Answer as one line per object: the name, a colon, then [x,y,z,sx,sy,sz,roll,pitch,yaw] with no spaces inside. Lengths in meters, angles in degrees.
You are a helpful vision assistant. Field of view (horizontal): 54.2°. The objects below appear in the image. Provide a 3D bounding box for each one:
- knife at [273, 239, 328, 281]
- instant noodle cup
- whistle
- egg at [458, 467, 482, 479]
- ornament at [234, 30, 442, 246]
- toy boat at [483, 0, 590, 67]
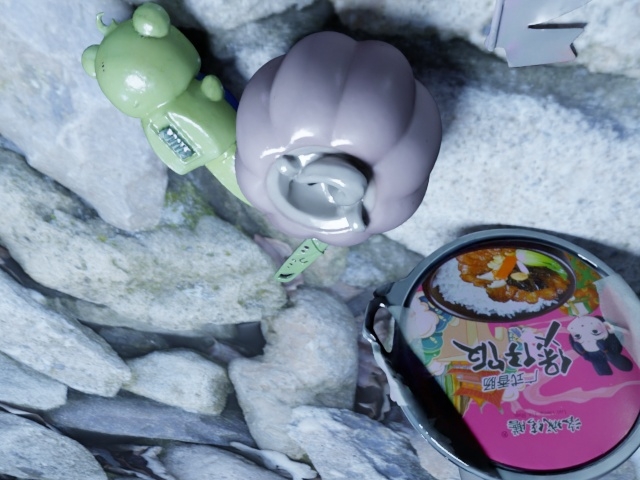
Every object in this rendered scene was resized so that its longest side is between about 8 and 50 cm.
knife: [0.000,0.000,0.721,0.030,0.014,0.207,29,137,-17]
instant noodle cup: [0.195,0.141,0.665,0.302,0.258,0.181,20,153,13]
whistle: [-0.120,-0.117,0.580,0.105,0.085,0.227,-21,125,34]
egg: [0.273,0.325,0.888,0.146,0.146,0.198,-8,140,24]
ornament: [0.012,-0.077,0.525,0.178,0.177,0.177,8,137,8]
toy boat: [0.180,-0.241,0.377,0.219,0.072,0.318,-6,137,27]
